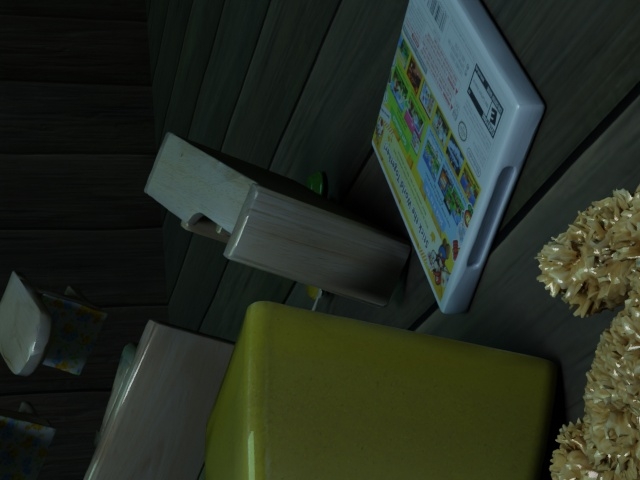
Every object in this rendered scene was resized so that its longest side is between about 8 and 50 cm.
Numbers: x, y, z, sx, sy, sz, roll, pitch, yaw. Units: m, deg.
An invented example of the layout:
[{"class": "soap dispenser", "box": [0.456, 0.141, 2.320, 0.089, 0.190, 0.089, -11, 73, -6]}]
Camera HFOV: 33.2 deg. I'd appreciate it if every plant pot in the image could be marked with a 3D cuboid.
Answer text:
[{"class": "plant pot", "box": [0.024, 0.190, 0.728, 0.212, 0.212, 0.187, 113, 167, -54]}]

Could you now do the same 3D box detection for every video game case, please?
[{"class": "video game case", "box": [0.101, -0.092, 0.867, 0.227, 0.026, 0.206, -108, 24, -44]}]

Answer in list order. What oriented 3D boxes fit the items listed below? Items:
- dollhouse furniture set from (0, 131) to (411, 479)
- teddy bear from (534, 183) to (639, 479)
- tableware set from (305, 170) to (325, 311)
[{"class": "dollhouse furniture set", "box": [-0.113, 0.124, 1.058, 0.256, 0.362, 0.394, 31, 100, 58]}, {"class": "teddy bear", "box": [0.177, 0.055, 0.457, 0.338, 0.113, 0.245, 110, 152, -51]}, {"class": "tableware set", "box": [0.000, 0.000, 1.231, 0.104, 0.024, 0.154, 111, 155, -45]}]
